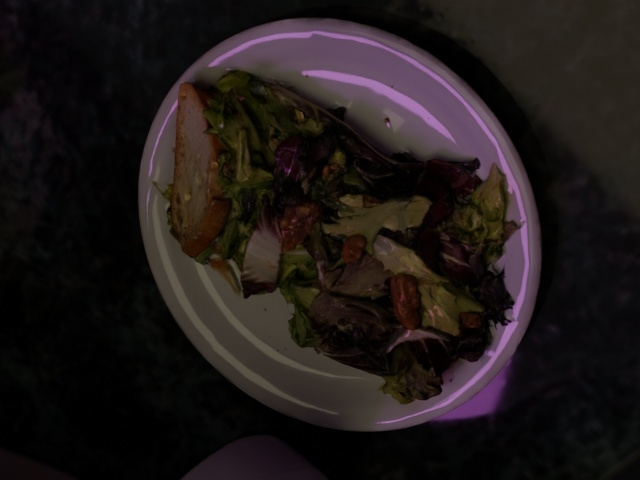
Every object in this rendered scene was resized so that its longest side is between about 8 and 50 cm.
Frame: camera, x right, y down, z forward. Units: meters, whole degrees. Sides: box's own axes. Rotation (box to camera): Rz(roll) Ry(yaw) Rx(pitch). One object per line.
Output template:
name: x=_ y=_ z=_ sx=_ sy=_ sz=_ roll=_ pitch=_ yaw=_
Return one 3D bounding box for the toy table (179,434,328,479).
toy table: x=-0.020 y=0.239 z=0.614 sx=0.161 sy=0.252 sz=0.274 roll=35 pitch=135 yaw=27

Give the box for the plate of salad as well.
plate of salad: x=0.000 y=0.000 z=0.609 sx=0.200 sy=0.048 sz=0.200 roll=8 pitch=111 yaw=21
